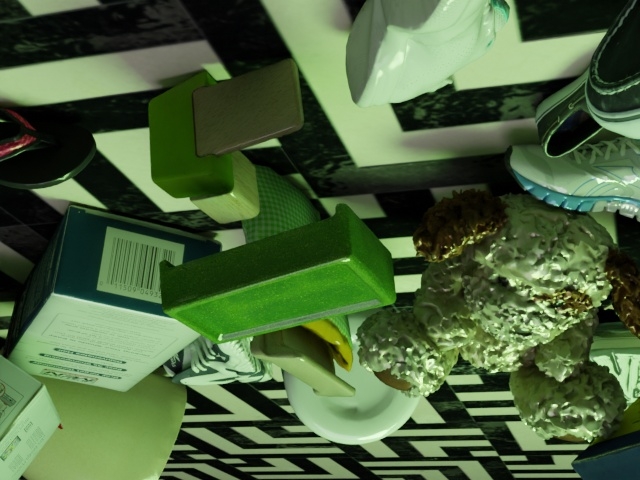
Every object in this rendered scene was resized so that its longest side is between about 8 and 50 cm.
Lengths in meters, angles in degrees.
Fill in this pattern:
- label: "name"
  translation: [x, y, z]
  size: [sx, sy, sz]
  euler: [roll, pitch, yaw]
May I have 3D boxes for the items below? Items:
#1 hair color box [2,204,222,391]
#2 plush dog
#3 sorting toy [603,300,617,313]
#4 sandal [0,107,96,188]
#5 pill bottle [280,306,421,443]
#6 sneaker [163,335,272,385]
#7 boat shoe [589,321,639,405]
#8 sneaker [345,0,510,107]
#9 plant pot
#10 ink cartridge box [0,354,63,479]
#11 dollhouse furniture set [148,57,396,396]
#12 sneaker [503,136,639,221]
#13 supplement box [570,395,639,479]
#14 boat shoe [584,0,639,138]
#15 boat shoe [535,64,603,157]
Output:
- label: "hair color box"
  translation: [-0.257, 0.082, 1.145]
  size: [0.174, 0.105, 0.347]
  euler: [15, 154, -22]
- label: "plush dog"
  translation: [0.187, 0.043, 0.896]
  size: [0.262, 0.210, 0.225]
  euler: [19, 148, -1]
- label: "sorting toy"
  translation: [0.375, 0.077, 1.178]
  size: [0.062, 0.012, 0.083]
  euler: [6, 154, -19]
- label: "sandal"
  translation: [-0.280, -0.084, 0.814]
  size: [0.179, 0.067, 0.040]
  euler: [6, 146, -2]
- label: "pill bottle"
  translation: [0.026, 0.128, 1.104]
  size: [0.146, 0.146, 0.264]
  euler: [5, -176, -4]
- label: "sneaker"
  translation: [-0.157, 0.142, 1.289]
  size: [0.153, 0.094, 0.235]
  euler: [-9, 166, 6]
- label: "boat shoe"
  translation: [0.470, 0.150, 1.245]
  size: [0.320, 0.103, 0.118]
  euler: [-2, 118, 3]
- label: "sneaker"
  translation: [0.084, -0.151, 0.616]
  size: [0.094, 0.080, 0.212]
  euler: [-4, 166, -14]
- label: "plant pot"
  translation: [-0.387, 0.276, 1.490]
  size: [0.274, 0.256, 0.256]
  euler: [30, 149, -18]
- label: "ink cartridge box"
  translation: [-0.480, 0.170, 1.184]
  size: [0.309, 0.130, 0.272]
  euler: [33, 157, 6]
- label: "dollhouse furniture set"
  translation: [0.000, 0.000, 0.829]
  size: [0.151, 0.197, 0.301]
  euler: [-17, 152, 18]
- label: "sneaker"
  translation: [0.250, -0.065, 0.814]
  size: [0.191, 0.071, 0.083]
  euler: [11, 125, -5]
- label: "supplement box"
  translation: [0.452, 0.167, 0.918]
  size: [0.356, 0.194, 0.195]
  euler: [-34, 173, -26]
- label: "boat shoe"
  translation: [0.224, -0.159, 0.522]
  size: [0.102, 0.108, 0.301]
  euler: [12, 153, -21]
- label: "boat shoe"
  translation: [0.213, -0.106, 0.730]
  size: [0.049, 0.040, 0.142]
  euler: [12, 156, -20]
